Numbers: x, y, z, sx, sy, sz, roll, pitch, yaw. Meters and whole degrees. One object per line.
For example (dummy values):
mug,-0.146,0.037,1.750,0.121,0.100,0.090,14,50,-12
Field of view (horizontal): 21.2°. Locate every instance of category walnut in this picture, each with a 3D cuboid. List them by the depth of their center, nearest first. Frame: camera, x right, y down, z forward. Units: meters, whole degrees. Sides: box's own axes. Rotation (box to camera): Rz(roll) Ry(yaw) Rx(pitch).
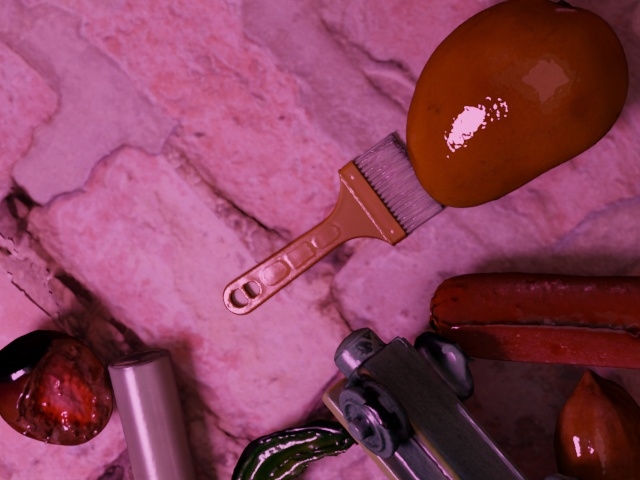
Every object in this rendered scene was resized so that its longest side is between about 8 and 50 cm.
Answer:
walnut,0.302,0.230,1.805,0.116,0.116,0.207,-13,105,15

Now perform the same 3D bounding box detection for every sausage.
sausage,0.280,0.084,1.790,0.330,0.102,0.102,2,102,12

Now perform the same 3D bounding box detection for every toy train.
toy train,0.141,0.252,1.800,0.150,0.237,0.369,-36,78,-21

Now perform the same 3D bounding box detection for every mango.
mango,0.188,-0.146,1.740,0.254,0.139,0.175,-30,87,23

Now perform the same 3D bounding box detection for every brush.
brush,0.000,0.000,1.877,0.272,0.013,0.103,-35,92,18

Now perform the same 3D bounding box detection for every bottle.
bottle,-0.184,0.227,1.935,0.072,0.072,0.201,-9,100,14

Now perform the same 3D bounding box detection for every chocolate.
chocolate,-0.299,0.171,1.923,0.124,0.127,0.133,-25,111,7

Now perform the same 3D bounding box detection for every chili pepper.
chili pepper,-0.053,0.308,1.918,0.122,0.065,0.279,33,110,40
